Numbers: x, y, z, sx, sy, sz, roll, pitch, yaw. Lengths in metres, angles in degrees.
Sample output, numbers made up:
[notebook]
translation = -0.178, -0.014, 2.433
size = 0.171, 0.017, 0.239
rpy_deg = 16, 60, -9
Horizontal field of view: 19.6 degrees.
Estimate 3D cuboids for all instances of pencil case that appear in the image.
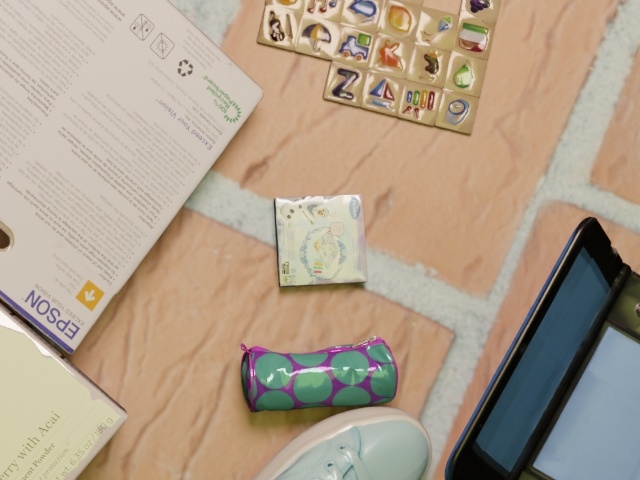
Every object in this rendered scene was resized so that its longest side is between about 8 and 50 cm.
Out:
[pencil case]
translation = -0.002, 0.132, 1.841
size = 0.151, 0.064, 0.070
rpy_deg = -5, 103, -8

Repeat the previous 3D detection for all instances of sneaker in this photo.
[sneaker]
translation = -0.025, 0.292, 1.764
size = 0.366, 0.150, 0.135
rpy_deg = -34, 111, -16

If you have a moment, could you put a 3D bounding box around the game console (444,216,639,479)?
[game console]
translation = 0.277, 0.163, 1.822
size = 0.250, 0.173, 0.293
rpy_deg = 30, 84, -4

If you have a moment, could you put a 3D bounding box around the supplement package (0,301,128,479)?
[supplement package]
translation = -0.347, 0.134, 1.740
size = 0.293, 0.175, 0.177
rpy_deg = 40, 83, -3

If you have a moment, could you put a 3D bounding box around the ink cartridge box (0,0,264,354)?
[ink cartridge box]
translation = -0.264, -0.118, 1.750
size = 0.324, 0.071, 0.330
rpy_deg = 43, 74, -26

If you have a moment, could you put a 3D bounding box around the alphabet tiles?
[alphabet tiles]
translation = 0.062, -0.231, 1.902
size = 0.237, 0.009, 0.198
rpy_deg = 13, 85, -6

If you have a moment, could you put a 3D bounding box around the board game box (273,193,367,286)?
[board game box]
translation = 0.000, 0.000, 1.872
size = 0.090, 0.020, 0.090
rpy_deg = -3, 86, -7
